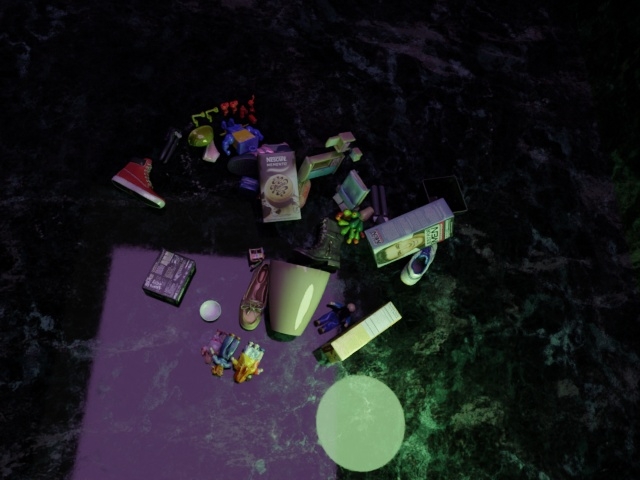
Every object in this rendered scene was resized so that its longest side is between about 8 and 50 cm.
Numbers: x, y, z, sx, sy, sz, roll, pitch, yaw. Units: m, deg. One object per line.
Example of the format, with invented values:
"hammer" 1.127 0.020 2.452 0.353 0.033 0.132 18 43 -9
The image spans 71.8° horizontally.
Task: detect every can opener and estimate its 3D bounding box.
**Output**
"can opener" -0.680 -0.432 2.008 0.059 0.073 0.186 31 63 -45
"can opener" 0.293 -0.143 2.119 0.075 0.095 0.284 1 71 -14

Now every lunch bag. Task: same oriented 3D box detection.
"lunch bag" -0.326 -0.251 2.017 0.098 0.067 0.065 18 67 -6

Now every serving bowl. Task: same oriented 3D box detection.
"serving bowl" -0.451 0.289 1.812 0.083 0.027 0.083 4 70 -13

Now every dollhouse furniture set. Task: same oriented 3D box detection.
"dollhouse furniture set" 0.080 -0.267 1.989 0.198 0.286 0.303 -21 71 -31

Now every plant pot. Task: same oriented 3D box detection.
"plant pot" -0.110 0.241 1.819 0.256 0.256 0.274 13 84 -9
"plant pot" 0.570 -0.187 2.167 0.188 0.167 0.188 -9 73 -18

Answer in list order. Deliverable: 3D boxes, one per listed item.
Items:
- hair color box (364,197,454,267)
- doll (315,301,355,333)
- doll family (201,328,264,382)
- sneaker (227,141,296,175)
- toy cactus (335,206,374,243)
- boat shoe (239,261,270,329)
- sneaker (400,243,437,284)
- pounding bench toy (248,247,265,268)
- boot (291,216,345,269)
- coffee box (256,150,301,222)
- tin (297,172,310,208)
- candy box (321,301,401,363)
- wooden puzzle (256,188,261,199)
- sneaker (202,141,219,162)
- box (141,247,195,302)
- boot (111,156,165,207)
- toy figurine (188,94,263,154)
"hair color box" 0.399 -0.031 1.979 0.374 0.185 0.114 -23 58 2
"doll" 0.071 0.325 1.921 0.189 0.046 0.129 -26 80 -21
"doll family" -0.344 0.460 1.728 0.262 0.118 0.163 25 67 -4
"sneaker" -0.284 -0.389 2.073 0.318 0.112 0.131 -10 53 -17
"toy cactus" 0.168 -0.087 2.002 0.180 0.219 0.112 -37 39 -8
"boat shoe" -0.271 0.227 1.846 0.104 0.089 0.285 14 68 -9
"sneaker" 0.486 0.077 2.071 0.111 0.131 0.296 31 65 0
"pounding bench toy" -0.274 0.080 1.919 0.065 0.052 0.083 -6 72 -17
"boot" 0.000 0.000 1.995 0.262 0.091 0.229 19 66 -26
"coffee box" -0.187 -0.235 1.957 0.168 0.119 0.297 -6 94 -8
"tin" -0.111 -0.226 2.080 0.106 0.040 0.190 19 68 -3
"candy box" 0.167 0.386 1.849 0.316 0.183 0.088 -31 81 -22
"wooden puzzle" -0.267 -0.211 2.051 0.049 0.006 0.083 16 67 -8
"sneaker" -0.500 -0.417 2.047 0.070 0.051 0.134 19 55 -26
"box" -0.612 0.145 1.796 0.147 0.077 0.180 22 67 -6
"boot" -0.743 -0.259 1.908 0.244 0.088 0.176 31 65 2
"toy figurine" -0.375 -0.473 1.972 0.362 0.191 0.217 -32 72 -37
